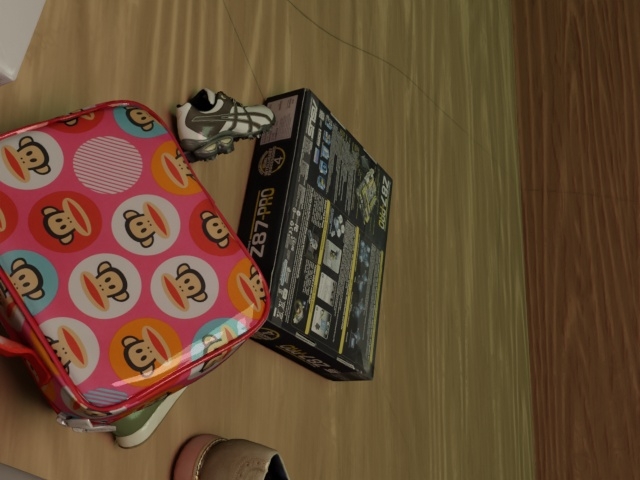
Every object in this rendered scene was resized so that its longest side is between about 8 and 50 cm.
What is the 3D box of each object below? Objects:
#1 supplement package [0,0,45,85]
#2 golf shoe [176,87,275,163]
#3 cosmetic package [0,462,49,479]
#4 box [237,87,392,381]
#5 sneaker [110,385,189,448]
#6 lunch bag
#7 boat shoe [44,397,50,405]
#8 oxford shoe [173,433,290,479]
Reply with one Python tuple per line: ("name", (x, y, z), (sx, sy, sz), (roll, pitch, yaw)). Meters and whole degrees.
("supplement package", (-0.342, -0.225, 0.603), (0.149, 0.203, 0.194), (40, 50, -47))
("golf shoe", (-0.133, -0.181, 1.052), (0.198, 0.077, 0.094), (-42, 119, -55))
("cosmetic package", (-0.309, 0.269, 0.397), (0.453, 0.162, 0.230), (45, 61, -75))
("box", (0.000, 0.000, 1.210), (0.318, 0.097, 0.394), (36, 54, -48))
("sneaker", (-0.200, 0.147, 0.881), (0.192, 0.064, 0.086), (-60, 137, -41))
("lunch bag", (-0.219, 0.024, 0.709), (0.258, 0.120, 0.293), (-27, 81, -32))
("boat shoe", (-0.248, 0.038, 0.832), (0.099, 0.116, 0.319), (22, 64, -6))
("oxford shoe", (-0.062, 0.436, 0.964), (0.140, 0.147, 0.397), (-48, 124, -52))
